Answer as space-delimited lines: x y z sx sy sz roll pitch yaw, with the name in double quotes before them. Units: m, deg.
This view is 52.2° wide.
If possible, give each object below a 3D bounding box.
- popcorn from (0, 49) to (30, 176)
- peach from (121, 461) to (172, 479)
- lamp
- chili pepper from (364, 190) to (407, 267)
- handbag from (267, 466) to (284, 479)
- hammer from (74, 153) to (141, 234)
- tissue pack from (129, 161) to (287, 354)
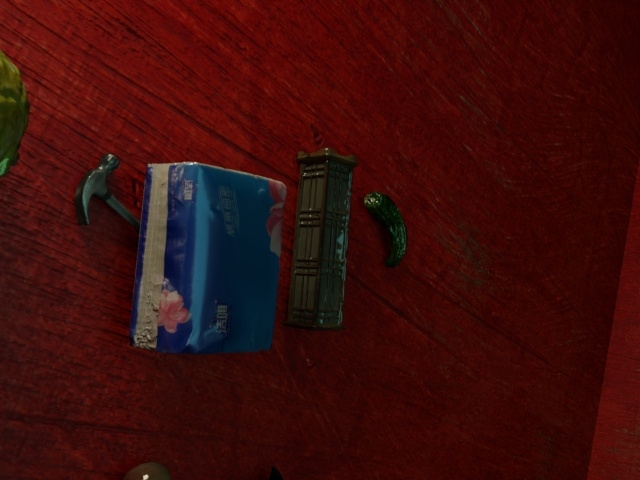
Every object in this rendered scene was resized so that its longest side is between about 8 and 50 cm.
"popcorn" -0.420 -0.123 0.710 0.198 0.198 0.212 -7 122 -46
"peach" -0.253 0.363 0.944 0.083 0.083 0.083 -1 91 -46
"lamp" 0.000 0.000 1.199 0.090 0.089 0.325 10 82 -45
"chili pepper" 0.142 -0.030 1.377 0.073 0.050 0.182 -52 128 -42
"handbag" -0.076 0.554 1.125 0.211 0.088 0.254 -55 129 -40
"hammer" -0.261 -0.008 0.968 0.246 0.029 0.103 51 56 -36
"tissue pack" -0.158 0.031 0.965 0.209 0.137 0.270 10 85 -48
